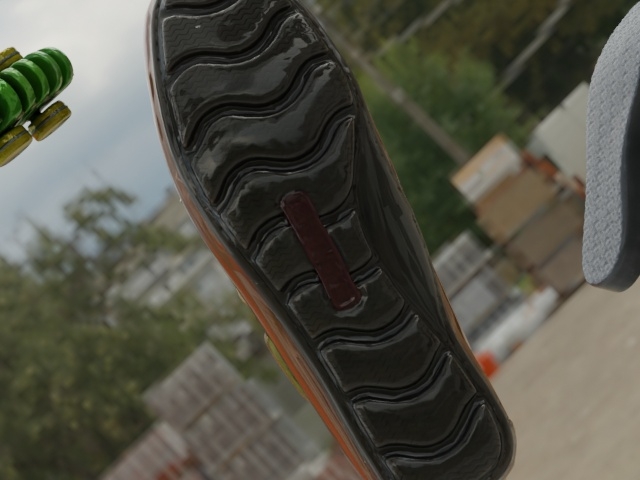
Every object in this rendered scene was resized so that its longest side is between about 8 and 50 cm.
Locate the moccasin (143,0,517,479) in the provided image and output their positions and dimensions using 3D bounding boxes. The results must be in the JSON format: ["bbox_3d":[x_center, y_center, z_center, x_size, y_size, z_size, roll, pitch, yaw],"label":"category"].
[{"bbox_3d":[0.003,-0.002,1.183,0.139,0.380,0.147,-33,-2,-9],"label":"moccasin"}]

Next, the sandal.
[{"bbox_3d":[0.263,-0.078,1.568,0.097,0.054,0.254,152,129,-68],"label":"sandal"}]

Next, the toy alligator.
[{"bbox_3d":[-0.197,-0.076,1.106,0.051,0.056,0.190,-40,0,41],"label":"toy alligator"}]
